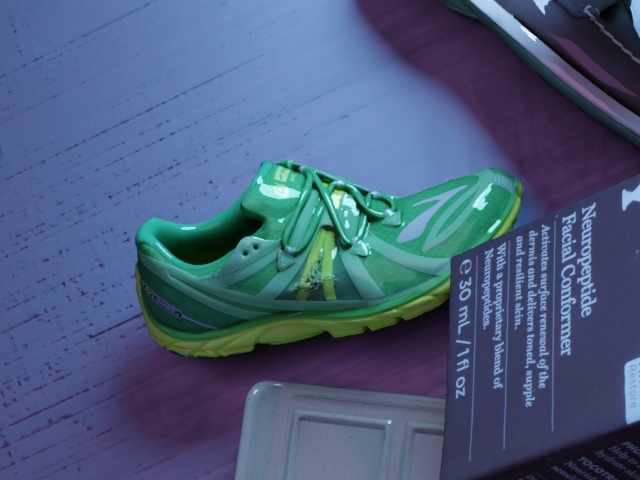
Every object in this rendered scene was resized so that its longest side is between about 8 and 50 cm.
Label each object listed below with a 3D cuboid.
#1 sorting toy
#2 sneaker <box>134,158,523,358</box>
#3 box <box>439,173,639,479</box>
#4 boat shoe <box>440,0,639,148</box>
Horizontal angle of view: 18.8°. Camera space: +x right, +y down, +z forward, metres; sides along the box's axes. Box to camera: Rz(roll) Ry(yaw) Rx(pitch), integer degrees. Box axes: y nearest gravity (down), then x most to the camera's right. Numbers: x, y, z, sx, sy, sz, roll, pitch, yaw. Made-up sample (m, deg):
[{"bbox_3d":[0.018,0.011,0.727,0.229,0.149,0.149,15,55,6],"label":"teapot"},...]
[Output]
[{"bbox_3d":[0.042,0.261,1.366,0.229,0.041,0.307,6,81,12],"label":"sorting toy"},{"bbox_3d":[0.000,0.000,1.386,0.295,0.109,0.123,-16,114,12],"label":"sneaker"},{"bbox_3d":[0.258,0.052,1.193,0.381,0.143,0.191,-25,45,36],"label":"box"},{"bbox_3d":[0.163,-0.177,1.400,0.324,0.116,0.097,42,94,27],"label":"boat shoe"}]
